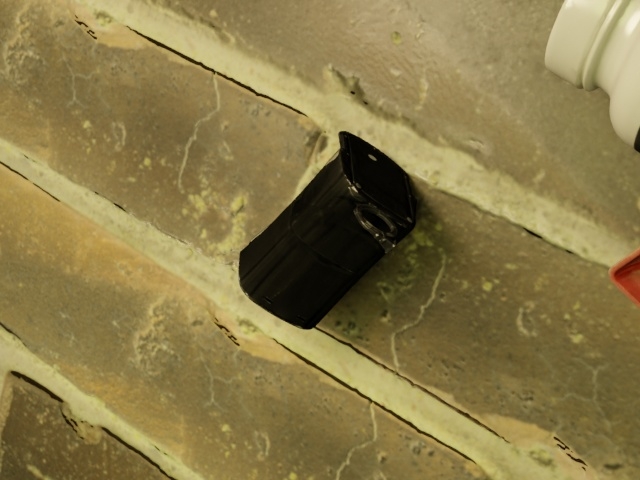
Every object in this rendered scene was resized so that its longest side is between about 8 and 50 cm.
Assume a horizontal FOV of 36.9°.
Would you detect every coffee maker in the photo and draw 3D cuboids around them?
[{"bbox_3d":[0.000,0.000,0.974,0.120,0.171,0.178,42,116,-1],"label":"coffee maker"}]

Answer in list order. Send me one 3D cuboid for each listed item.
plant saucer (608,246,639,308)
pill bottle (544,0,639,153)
[{"bbox_3d":[0.382,0.050,0.693,0.259,0.048,0.258,45,149,5],"label":"plant saucer"},{"bbox_3d":[0.358,-0.119,0.759,0.334,0.188,0.188,34,111,20],"label":"pill bottle"}]
